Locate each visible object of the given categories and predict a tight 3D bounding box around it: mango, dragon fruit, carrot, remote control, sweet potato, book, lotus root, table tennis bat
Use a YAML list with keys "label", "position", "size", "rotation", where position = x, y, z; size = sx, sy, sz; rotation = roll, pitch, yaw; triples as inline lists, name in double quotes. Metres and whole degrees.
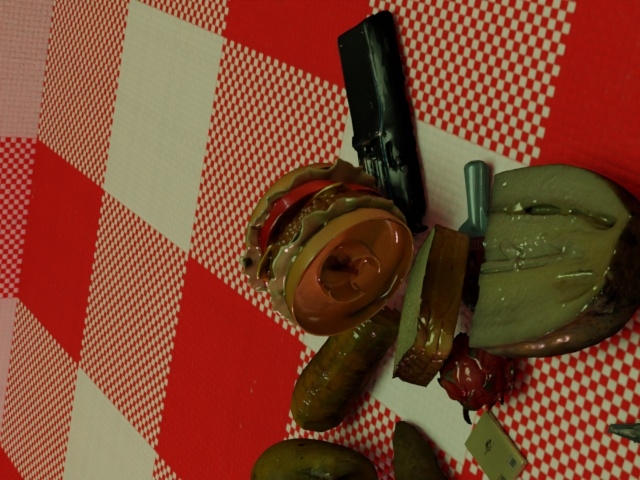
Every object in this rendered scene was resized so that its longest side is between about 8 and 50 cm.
- label: "mango"
  position: [-0.005, 0.427, 2.105]
  size: [0.329, 0.176, 0.176]
  rotation: [-29, 79, 47]
- label: "dragon fruit"
  position: [0.239, 0.198, 1.808]
  size: [0.121, 0.130, 0.142]
  rotation: [49, 137, -1]
- label: "carrot"
  position: [0.041, 0.218, 2.093]
  size: [0.302, 0.114, 0.114]
  rotation: [-59, 45, 34]
- label: "remote control"
  position: [0.099, -0.194, 2.047]
  size: [0.144, 0.062, 0.399]
  rotation: [-26, 70, 52]
- label: "sweet potato"
  position: [0.171, 0.478, 1.903]
  size: [0.130, 0.130, 0.423]
  rotation: [-42, 50, 48]
- label: "book"
  position: [0.272, 0.329, 1.839]
  size: [0.111, 0.014, 0.077]
  rotation: [55, 131, 40]
- label: "lotus root"
  position: [0.353, 0.026, 1.612]
  size: [0.260, 0.149, 0.267]
  rotation: [-12, 62, 51]
- label: "table tennis bat"
  position: [0.251, -0.004, 1.853]
  size: [0.153, 0.040, 0.244]
  rotation: [-3, 90, 61]

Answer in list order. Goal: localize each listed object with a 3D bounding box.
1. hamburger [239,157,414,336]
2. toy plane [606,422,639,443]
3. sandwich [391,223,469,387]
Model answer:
- label: "hamburger"
  position: [0.000, 0.000, 1.919]
  size: [0.212, 0.274, 0.274]
  rotation: [49, 129, 38]
- label: "toy plane"
  position: [0.443, 0.282, 1.545]
  size: [0.226, 0.058, 0.226]
  rotation: [-128, 46, -55]
- label: "sandwich"
  position: [0.170, 0.100, 1.830]
  size: [0.186, 0.065, 0.215]
  rotation: [111, 172, -61]
